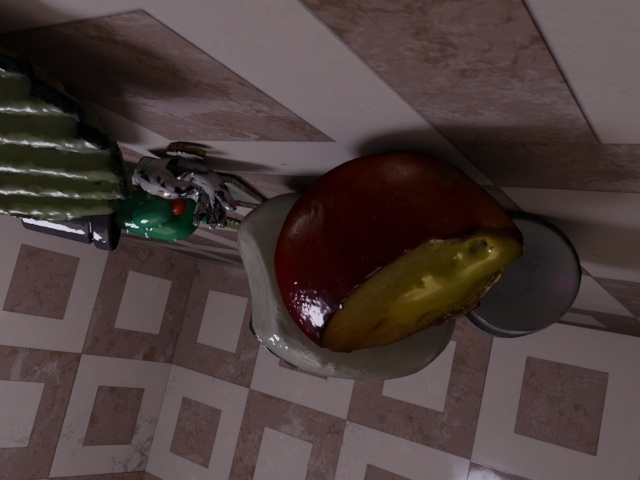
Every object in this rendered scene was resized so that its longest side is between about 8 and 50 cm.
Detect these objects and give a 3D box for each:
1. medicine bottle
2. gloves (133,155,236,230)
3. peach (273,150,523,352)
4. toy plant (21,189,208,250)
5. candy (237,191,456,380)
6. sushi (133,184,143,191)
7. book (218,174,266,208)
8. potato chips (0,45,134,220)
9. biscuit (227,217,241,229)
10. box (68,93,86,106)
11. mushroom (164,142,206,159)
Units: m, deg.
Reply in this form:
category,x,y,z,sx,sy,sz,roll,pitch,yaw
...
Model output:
category,x,y,z,sx,sy,sz,roll,pitch,yaw
medicine bottle,0.337,0.078,1.117,0.189,0.190,0.332,11,172,13
gloves,-0.233,-0.098,1.123,0.212,0.111,0.128,13,149,22
peach,0.100,0.023,0.820,0.281,0.281,0.338,19,170,-40
toy plant,-0.427,-0.068,1.365,0.399,0.186,0.279,9,164,-12
candy,0.062,0.072,1.115,0.426,0.386,0.186,17,132,-23
sushi,-0.459,-0.097,1.554,0.060,0.118,0.061,-10,-137,-34
book,-0.214,-0.106,1.314,0.162,0.022,0.232,9,171,17
potato chips,-0.442,-0.138,0.739,0.428,0.070,0.359,7,142,2
biscuit,-0.262,-0.049,1.830,0.203,0.016,0.144,17,171,-34
box,-0.470,-0.152,0.964,0.288,0.141,0.349,15,172,-9
mushroom,-0.228,-0.149,1.047,0.101,0.019,0.049,9,171,41
